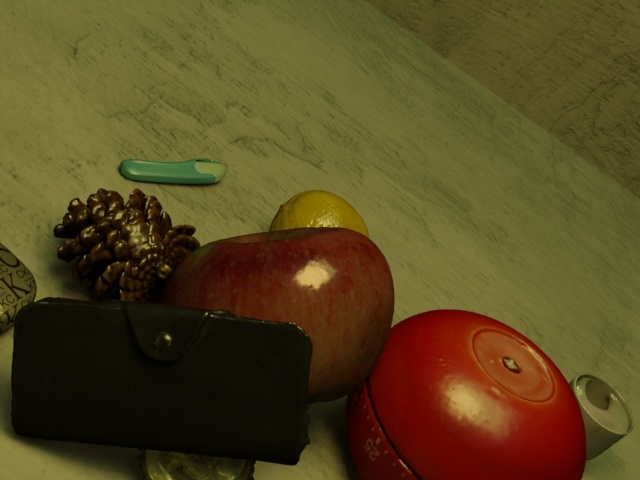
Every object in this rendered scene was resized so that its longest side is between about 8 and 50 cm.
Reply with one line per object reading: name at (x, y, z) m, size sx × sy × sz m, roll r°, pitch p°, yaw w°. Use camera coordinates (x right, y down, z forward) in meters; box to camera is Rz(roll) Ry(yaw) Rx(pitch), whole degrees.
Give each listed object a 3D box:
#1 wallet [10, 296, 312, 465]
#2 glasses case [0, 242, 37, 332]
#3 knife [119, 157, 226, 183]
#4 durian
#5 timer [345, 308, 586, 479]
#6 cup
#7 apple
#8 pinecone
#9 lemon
wallet at (-0.194, 0.175, 0.982) m, size 0.378 × 0.197 × 0.051 m, roll 6°, pitch 11°, yaw 0°
glasses case at (-0.556, 0.001, 1.085) m, size 0.355 × 0.085 × 0.137 m, roll 37°, pitch 36°, yaw 2°
knife at (-0.283, -0.135, 1.520) m, size 0.222 × 0.031 × 0.064 m, roll -2°, pitch 53°, yaw -36°
durian at (-0.166, 0.274, 1.058) m, size 0.188 × 0.148 × 0.091 m, roll 63°, pitch -2°, yaw 4°
timer at (0.229, 0.283, 1.230) m, size 0.378 × 0.279 × 0.378 m, roll 21°, pitch 35°, yaw -16°
cup at (0.497, 0.336, 1.500) m, size 0.134 × 0.142 × 0.173 m, roll 32°, pitch 35°, yaw -3°
apple at (-0.060, 0.124, 1.147) m, size 0.345 × 0.345 × 0.269 m, roll -12°, pitch 98°, yaw -46°
pinecone at (-0.309, 0.005, 1.210) m, size 0.212 × 0.168 × 0.186 m, roll 44°, pitch 38°, yaw 13°
lemon at (0.000, 0.000, 1.467) m, size 0.203 × 0.178 × 0.178 m, roll 39°, pitch 33°, yaw -15°
